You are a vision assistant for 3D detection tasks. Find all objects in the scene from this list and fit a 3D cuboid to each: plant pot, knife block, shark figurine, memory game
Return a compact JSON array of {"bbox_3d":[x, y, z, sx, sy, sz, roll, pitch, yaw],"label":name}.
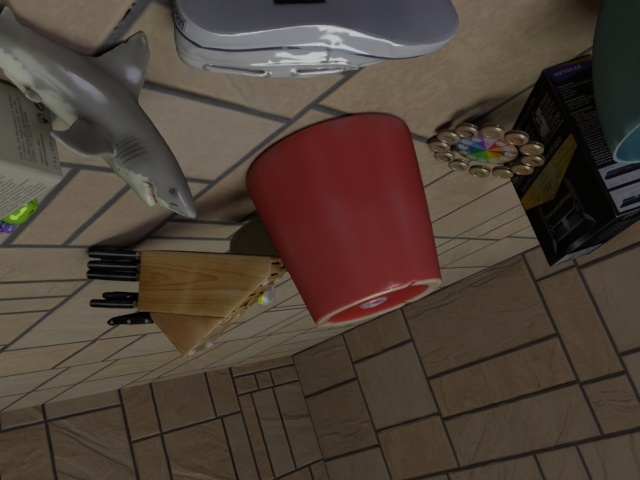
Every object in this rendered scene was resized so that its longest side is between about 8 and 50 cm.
[{"bbox_3d":[0.422,-0.240,0.626,0.290,0.195,0.290,-18,164,-5],"label":"plant pot"},{"bbox_3d":[-0.226,0.047,0.914,0.275,0.242,0.088,-43,171,9],"label":"knife block"},{"bbox_3d":[-0.200,-0.146,0.484,0.116,0.166,0.278,-44,144,-2],"label":"shark figurine"},{"bbox_3d":[0.048,-0.015,0.867,0.275,0.243,0.275,-17,164,-5],"label":"plant pot"},{"bbox_3d":[0.269,-0.142,0.939,0.186,0.012,0.186,13,165,4],"label":"memory game"}]

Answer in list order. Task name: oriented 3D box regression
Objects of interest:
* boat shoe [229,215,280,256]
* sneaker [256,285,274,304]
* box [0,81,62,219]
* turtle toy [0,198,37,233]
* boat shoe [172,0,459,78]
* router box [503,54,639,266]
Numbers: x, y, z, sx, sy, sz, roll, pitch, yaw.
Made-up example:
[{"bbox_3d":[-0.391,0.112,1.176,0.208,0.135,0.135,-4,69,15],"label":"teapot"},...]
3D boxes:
[{"bbox_3d":[-0.001,-0.004,1.059,0.340,0.127,0.113,-23,154,-21],"label":"boat shoe"},{"bbox_3d":[-0.184,0.096,1.295,0.126,0.091,0.240,-3,167,12],"label":"sneaker"},{"bbox_3d":[-0.352,-0.091,0.440,0.113,0.094,0.275,-25,162,21],"label":"box"},{"bbox_3d":[-0.377,-0.034,0.646,0.130,0.066,0.095,-23,163,14],"label":"turtle toy"},{"bbox_3d":[-0.003,-0.194,0.523,0.258,0.095,0.084,-2,163,-17],"label":"boat shoe"},{"bbox_3d":[0.409,-0.111,0.952,0.081,0.243,0.309,-19,164,0],"label":"router box"}]
